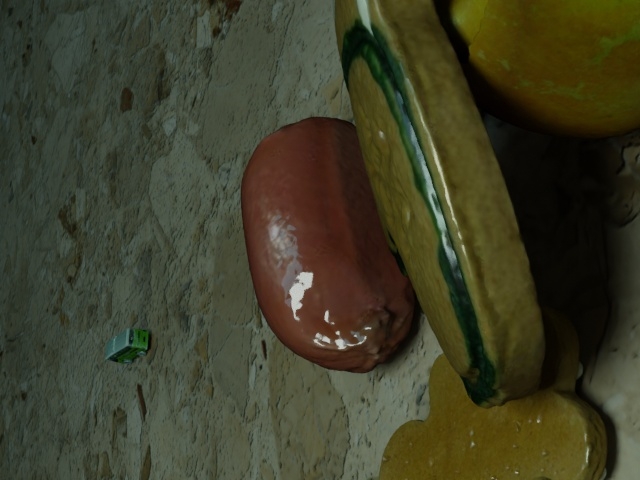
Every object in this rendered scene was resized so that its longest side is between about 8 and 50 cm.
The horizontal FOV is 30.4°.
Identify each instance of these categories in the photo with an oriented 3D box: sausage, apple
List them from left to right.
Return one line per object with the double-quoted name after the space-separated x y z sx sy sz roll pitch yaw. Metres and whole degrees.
0.000 0.000 1.062 0.148 0.148 0.254 -40 47 46 "sausage"
0.163 -0.183 0.790 0.237 0.207 0.237 -35 48 51 "apple"

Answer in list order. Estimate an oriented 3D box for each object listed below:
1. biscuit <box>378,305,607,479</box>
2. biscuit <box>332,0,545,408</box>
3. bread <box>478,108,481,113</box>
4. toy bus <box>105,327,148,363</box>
0.124 0.153 0.898 0.240 0.035 0.158 -40 43 46 "biscuit"
0.070 -0.044 0.850 0.287 0.057 0.343 99 154 -79 "biscuit"
0.099 -0.147 1.011 0.084 0.080 0.109 41 112 59 "bread"
-0.252 0.138 1.533 0.083 0.037 0.031 -31 53 52 "toy bus"
